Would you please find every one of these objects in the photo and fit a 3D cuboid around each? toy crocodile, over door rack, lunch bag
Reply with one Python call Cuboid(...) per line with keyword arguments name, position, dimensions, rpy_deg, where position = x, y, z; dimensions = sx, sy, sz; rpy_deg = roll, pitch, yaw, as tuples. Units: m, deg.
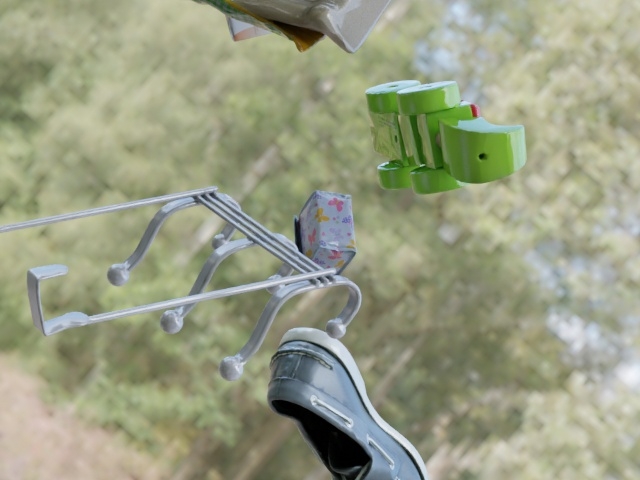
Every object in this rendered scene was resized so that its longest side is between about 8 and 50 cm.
Cuboid(name="toy crocodile", position=(0.123, -0.117, 2.098), dimensions=(0.340, 0.105, 0.115), rpy_deg=(-159, -122, -75))
Cuboid(name="over door rack", position=(-0.162, 0.032, 1.706), dimensions=(0.324, 0.108, 0.239), rpy_deg=(1, 20, -35))
Cuboid(name="lunch bag", position=(0.000, 0.000, 1.962), dimensions=(0.053, 0.071, 0.083), rpy_deg=(6, -30, -18))

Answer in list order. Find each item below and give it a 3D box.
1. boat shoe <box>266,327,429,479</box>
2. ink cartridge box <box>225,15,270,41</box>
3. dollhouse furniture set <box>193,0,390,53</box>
Cuboid(name="boat shoe", position=(0.027, 0.239, 2.169), dimensions=(0.116, 0.099, 0.319), rpy_deg=(-5, -49, 31))
Cuboid(name="ink cartridge box", position=(-0.040, -0.328, 2.460), dimensions=(0.145, 0.179, 0.045), rpy_deg=(-106, -174, -47))
Cuboid(name="dollhouse furniture set", position=(0.010, -0.238, 1.472), dimensions=(0.197, 0.301, 0.151), rpy_deg=(19, -29, 25))
